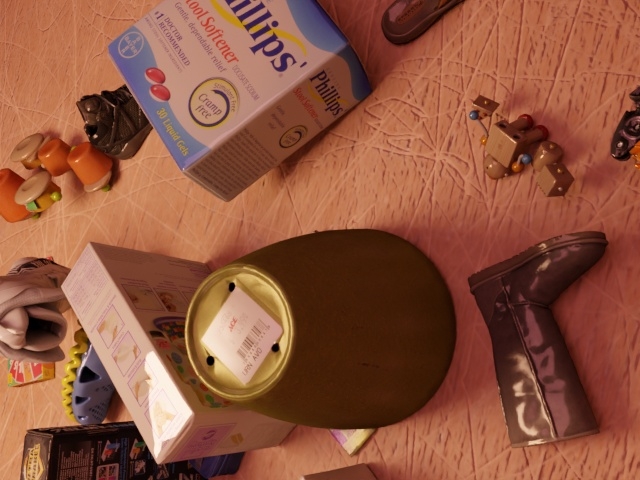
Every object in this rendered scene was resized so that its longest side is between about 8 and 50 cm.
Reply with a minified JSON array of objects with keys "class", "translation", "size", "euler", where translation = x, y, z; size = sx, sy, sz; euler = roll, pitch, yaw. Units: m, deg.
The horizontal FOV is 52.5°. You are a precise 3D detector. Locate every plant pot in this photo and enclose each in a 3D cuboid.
[{"class":"plant pot","translation":[-0.013,0.104,0.771],"size":[0.274,0.293,0.275],"euler":[-4,82,27]}]

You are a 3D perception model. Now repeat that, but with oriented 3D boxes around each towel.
[{"class":"towel","translation":[0.035,0.251,0.906],"size":[0.083,0.009,0.060],"euler":[46,107,31]}]

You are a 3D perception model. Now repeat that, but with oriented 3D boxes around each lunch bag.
[{"class":"lunch bag","translation":[-0.157,0.310,0.996],"size":[0.067,0.065,0.098],"euler":[23,95,36]}]

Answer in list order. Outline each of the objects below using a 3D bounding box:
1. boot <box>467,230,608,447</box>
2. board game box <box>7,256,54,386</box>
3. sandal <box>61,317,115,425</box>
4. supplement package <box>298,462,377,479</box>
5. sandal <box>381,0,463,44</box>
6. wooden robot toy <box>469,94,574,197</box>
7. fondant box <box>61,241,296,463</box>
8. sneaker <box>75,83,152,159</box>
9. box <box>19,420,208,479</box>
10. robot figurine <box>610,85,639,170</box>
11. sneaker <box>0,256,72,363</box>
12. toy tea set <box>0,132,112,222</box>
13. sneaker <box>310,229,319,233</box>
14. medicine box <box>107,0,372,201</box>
[{"class":"boot","translation":[0.265,0.114,0.730],"size":[0.189,0.076,0.209],"euler":[-35,55,41]},{"class":"board game box","translation":[-0.610,0.169,1.367],"size":[0.124,0.039,0.259],"euler":[-18,69,31]},{"class":"sandal","translation":[-0.359,0.191,1.137],"size":[0.138,0.126,0.317],"euler":[16,105,-3]},{"class":"supplement package","translation":[0.013,0.423,0.802],"size":[0.203,0.149,0.194],"euler":[-51,57,16]},{"class":"sandal","translation":[0.163,-0.367,0.902],"size":[0.219,0.060,0.090],"euler":[-37,62,25]},{"class":"wooden robot toy","translation":[0.240,-0.105,0.810],"size":[0.173,0.076,0.079],"euler":[50,145,31]},{"class":"fondant box","translation":[-0.198,0.154,0.949],"size":[0.330,0.238,0.096],"euler":[46,107,32]},{"class":"sneaker","translation":[-0.365,-0.263,1.217],"size":[0.227,0.130,0.087],"euler":[-50,59,14]},{"class":"box","translation":[-0.286,0.412,0.929],"size":[0.073,0.293,0.296],"euler":[-5,79,33]},{"class":"robot figurine","translation":[0.444,-0.130,0.643],"size":[0.291,0.085,0.211],"euler":[-47,58,18]},{"class":"sneaker","translation":[-0.488,0.121,1.122],"size":[0.210,0.366,0.137],"euler":[16,94,16]},{"class":"toy tea set","translation":[-0.557,-0.116,1.359],"size":[0.336,0.124,0.200],"euler":[10,58,39]},{"class":"sneaker","translation":[0.000,0.000,0.965],"size":[0.083,0.032,0.037],"euler":[-16,72,32]},{"class":"medicine box","translation":[-0.120,-0.256,0.970],"size":[0.289,0.149,0.263],"euler":[-37,69,6]}]
